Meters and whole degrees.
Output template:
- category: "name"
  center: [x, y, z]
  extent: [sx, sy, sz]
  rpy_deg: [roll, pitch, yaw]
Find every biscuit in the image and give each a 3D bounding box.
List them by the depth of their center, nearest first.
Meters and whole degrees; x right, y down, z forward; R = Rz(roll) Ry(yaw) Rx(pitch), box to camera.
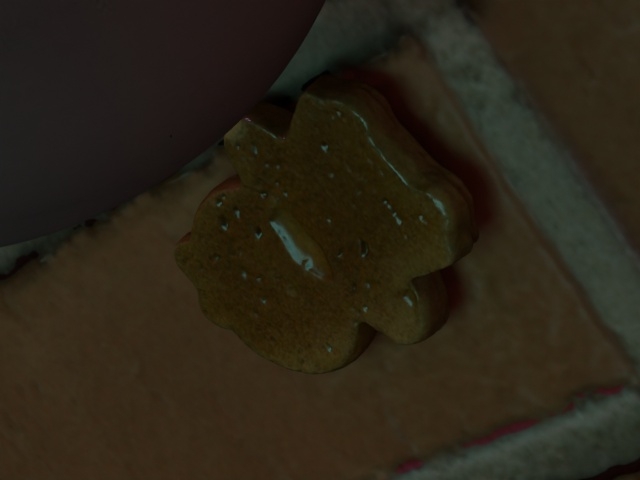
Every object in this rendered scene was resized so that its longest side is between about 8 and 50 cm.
- category: "biscuit"
  center: [0.000, 0.000, 1.120]
  extent: [0.166, 0.036, 0.225]
  rpy_deg: [46, 140, 5]

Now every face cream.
- category: "face cream"
  center: [-0.107, -0.170, 0.851]
  extent: [0.219, 0.357, 0.312]
  rpy_deg: [14, 126, 32]
